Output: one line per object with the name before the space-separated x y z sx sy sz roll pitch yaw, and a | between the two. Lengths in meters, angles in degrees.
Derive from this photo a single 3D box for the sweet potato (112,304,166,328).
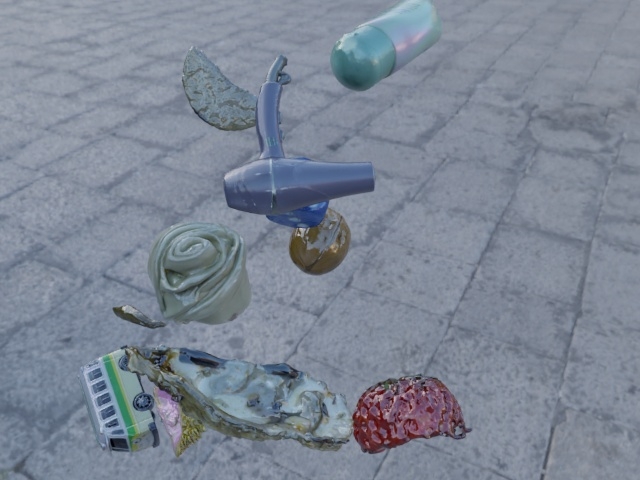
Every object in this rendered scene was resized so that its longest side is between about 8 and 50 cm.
sweet potato | -0.442 0.181 1.352 0.153 0.038 0.041 15 13 21

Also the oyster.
oyster | -0.109 0.216 0.795 0.345 0.078 0.129 20 36 -14

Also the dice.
dice | -0.057 -0.117 1.401 0.146 0.146 0.143 12 71 -14

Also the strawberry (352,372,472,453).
strawberry | 0.107 0.215 0.705 0.145 0.145 0.086 -5 65 -9

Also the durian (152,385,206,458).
durian | -0.388 0.479 1.566 0.132 0.165 0.182 -23 41 0

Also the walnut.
walnut | 0.000 0.000 1.572 0.167 0.167 0.207 13 52 18

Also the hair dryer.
hair dryer | -0.056 -0.232 1.178 0.301 0.121 0.361 -6 75 -2

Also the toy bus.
toy bus | -0.608 0.494 1.708 0.179 0.143 0.305 -17 56 -26

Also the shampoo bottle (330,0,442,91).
shampoo bottle | 0.163 -0.511 1.481 0.222 0.151 0.349 3 35 45

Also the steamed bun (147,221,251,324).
steamed bun | -0.378 0.097 1.706 0.309 0.324 0.219 -6 -7 -1

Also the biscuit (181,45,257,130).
biscuit | -0.258 -0.357 1.420 0.250 0.133 0.032 39 8 -8
